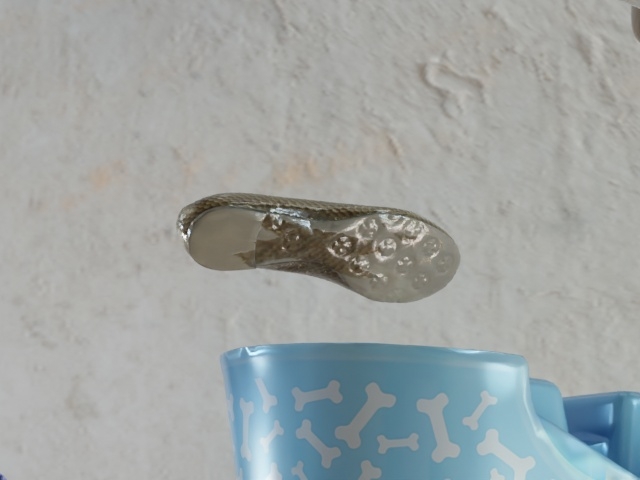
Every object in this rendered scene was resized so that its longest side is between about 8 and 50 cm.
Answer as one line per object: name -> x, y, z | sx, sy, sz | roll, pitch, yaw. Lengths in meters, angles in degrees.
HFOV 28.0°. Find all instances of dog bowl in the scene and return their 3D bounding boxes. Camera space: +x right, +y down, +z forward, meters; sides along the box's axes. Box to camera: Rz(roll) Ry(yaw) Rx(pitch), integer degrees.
dog bowl -> 0.095, 0.102, 0.586 | 0.166, 0.297, 0.074 | 157, 120, -64

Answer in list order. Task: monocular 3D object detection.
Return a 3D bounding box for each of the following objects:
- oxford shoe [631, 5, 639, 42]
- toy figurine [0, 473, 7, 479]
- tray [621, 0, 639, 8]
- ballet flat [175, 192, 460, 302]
oxford shoe -> 0.190, -0.227, 0.828 | 0.096, 0.083, 0.227 | -14, 105, 1
toy figurine -> -0.235, 0.135, 0.795 | 0.191, 0.362, 0.217 | -32, 106, -6
tray -> 0.283, -0.143, 0.672 | 0.270, 0.030, 0.145 | 27, 60, 19
ballet flat -> 0.000, 0.000, 1.042 | 0.058, 0.250, 0.084 | 49, 127, 57
